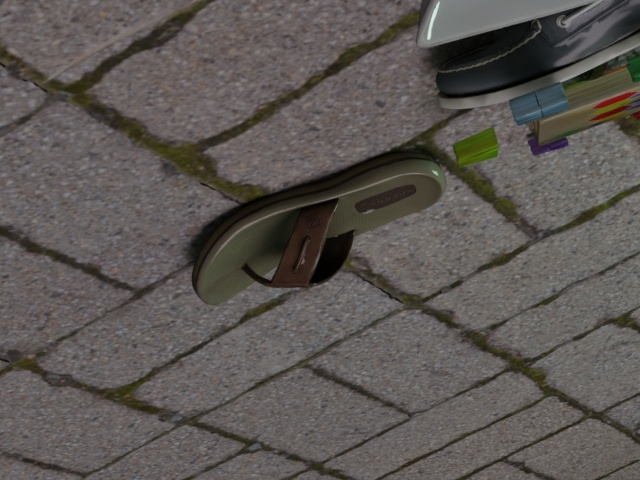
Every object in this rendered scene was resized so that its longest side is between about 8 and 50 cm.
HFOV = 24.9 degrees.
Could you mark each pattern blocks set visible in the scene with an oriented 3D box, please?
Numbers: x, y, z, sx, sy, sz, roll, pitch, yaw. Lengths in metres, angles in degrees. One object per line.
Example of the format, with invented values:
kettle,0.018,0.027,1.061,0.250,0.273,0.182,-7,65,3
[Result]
pattern blocks set,0.256,-0.127,1.320,0.285,0.026,0.325,-19,174,-1

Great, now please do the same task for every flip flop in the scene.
flip flop,0.000,0.000,1.444,0.277,0.080,0.112,-22,152,4

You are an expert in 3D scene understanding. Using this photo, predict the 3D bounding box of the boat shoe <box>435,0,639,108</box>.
boat shoe,0.232,-0.206,1.236,0.319,0.099,0.116,-21,-165,24

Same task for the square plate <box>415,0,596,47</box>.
square plate,0.229,-0.293,0.913,0.344,0.049,0.347,-19,148,-32
